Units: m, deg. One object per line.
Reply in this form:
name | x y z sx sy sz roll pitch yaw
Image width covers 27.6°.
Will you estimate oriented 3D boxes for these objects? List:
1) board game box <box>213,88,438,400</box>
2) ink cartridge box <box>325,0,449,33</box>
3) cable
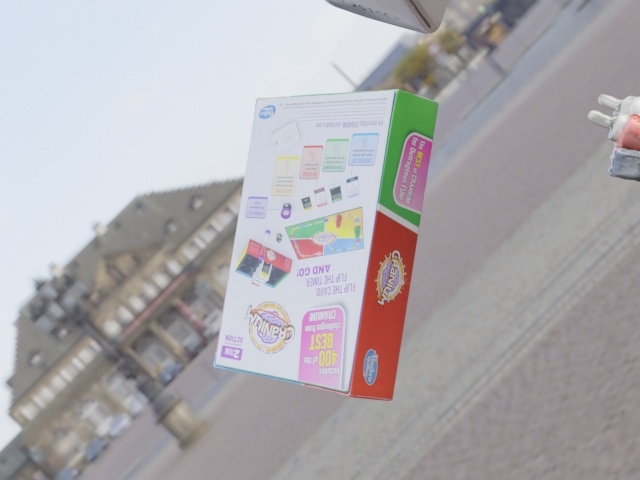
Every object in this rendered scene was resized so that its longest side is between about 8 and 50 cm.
board game box | 0.000 0.000 1.417 0.242 0.064 0.316 5 85 50
ink cartridge box | 0.041 -0.260 0.478 0.296 0.066 0.261 -68 -22 -5
cable | 0.368 -0.065 1.129 0.139 0.287 0.072 -21 -55 -61
